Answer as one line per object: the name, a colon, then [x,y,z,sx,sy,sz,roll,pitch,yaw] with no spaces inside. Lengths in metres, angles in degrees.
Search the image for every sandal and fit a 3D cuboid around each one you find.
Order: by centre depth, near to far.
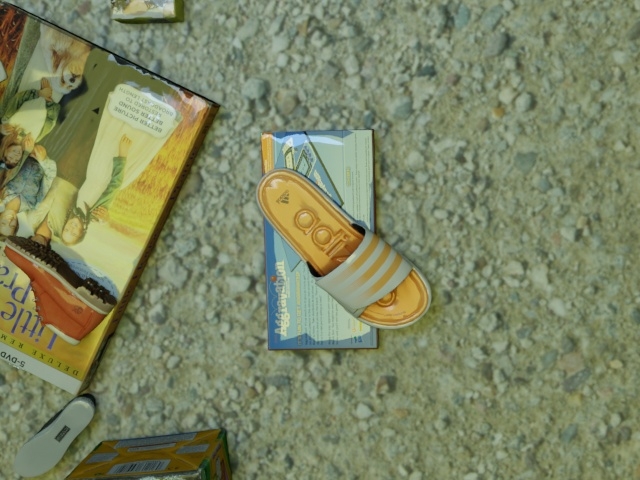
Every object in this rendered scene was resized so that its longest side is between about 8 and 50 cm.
sandal: [0.019,0.017,1.307,0.265,0.076,0.102,41,97,0]

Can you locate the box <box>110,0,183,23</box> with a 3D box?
box: [-0.219,-0.391,1.327,0.087,0.058,0.232,-2,94,5]

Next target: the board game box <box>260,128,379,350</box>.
board game box: [0.000,0.000,1.359,0.145,0.027,0.281,-1,95,4]

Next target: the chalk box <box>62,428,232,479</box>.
chalk box: [-0.199,0.407,1.340,0.180,0.179,0.288,-6,96,5]

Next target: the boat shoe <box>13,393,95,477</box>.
boat shoe: [-0.348,0.258,1.407,0.142,0.040,0.049,-44,99,8]

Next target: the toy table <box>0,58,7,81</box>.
toy table: [-0.482,-0.150,1.232,0.252,0.161,0.274,-34,103,-7]

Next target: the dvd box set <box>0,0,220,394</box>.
dvd box set: [-0.356,-0.053,1.368,0.308,0.062,0.420,27,97,2]

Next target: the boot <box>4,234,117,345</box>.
boot: [-0.340,0.062,1.318,0.158,0.059,0.084,39,101,-2]
